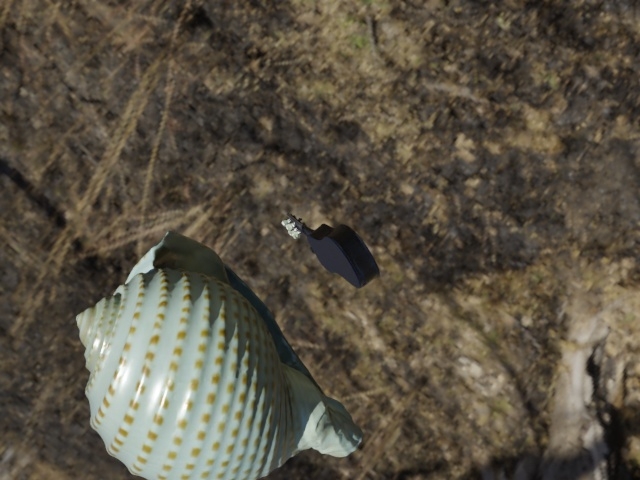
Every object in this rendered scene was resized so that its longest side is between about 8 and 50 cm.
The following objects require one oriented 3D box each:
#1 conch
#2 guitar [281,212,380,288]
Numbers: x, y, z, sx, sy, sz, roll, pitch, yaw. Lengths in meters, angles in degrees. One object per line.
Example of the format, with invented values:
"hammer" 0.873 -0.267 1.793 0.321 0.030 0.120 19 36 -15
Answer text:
"conch" -0.127 0.155 0.954 0.319 0.215 0.303 52 -173 -25
"guitar" -0.002 0.001 1.189 0.083 0.038 0.271 61 166 -21
